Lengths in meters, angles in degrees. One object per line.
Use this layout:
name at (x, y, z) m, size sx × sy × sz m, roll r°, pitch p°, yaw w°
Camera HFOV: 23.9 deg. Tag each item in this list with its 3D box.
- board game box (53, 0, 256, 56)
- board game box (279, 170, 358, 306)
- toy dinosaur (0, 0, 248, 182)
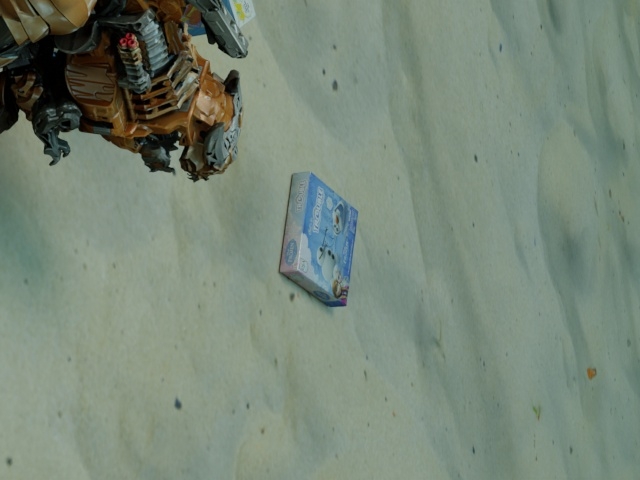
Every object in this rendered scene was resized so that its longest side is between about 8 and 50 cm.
board game box at (-0.125, -0.173, 0.942) m, size 0.026 × 0.154 × 0.103 m, roll -48°, pitch 128°, yaw -53°
board game box at (0.000, 0.000, 1.287) m, size 0.090 × 0.020 × 0.090 m, roll 36°, pitch 55°, yaw -53°
toy dinosaur at (-0.161, -0.146, 0.804) m, size 0.164 × 0.218 × 0.322 m, roll -58°, pitch 135°, yaw -47°
